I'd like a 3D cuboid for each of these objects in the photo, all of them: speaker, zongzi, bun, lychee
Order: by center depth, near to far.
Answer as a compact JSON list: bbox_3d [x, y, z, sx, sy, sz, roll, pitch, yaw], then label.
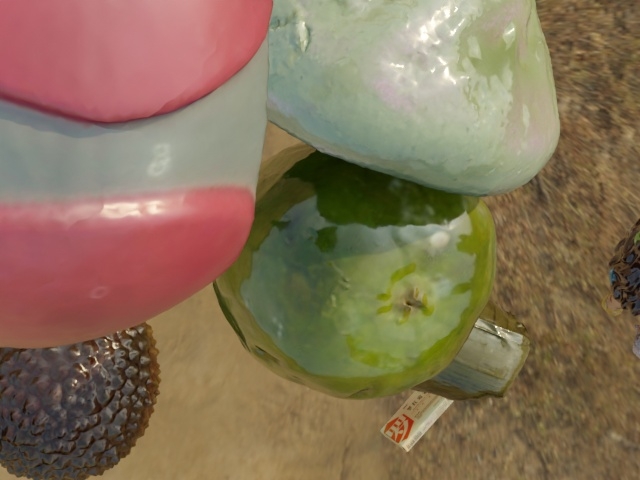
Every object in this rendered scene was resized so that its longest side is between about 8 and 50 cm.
[{"bbox_3d":[-0.133,-0.106,0.576,0.294,0.294,0.294,1,99,4],"label":"speaker"},{"bbox_3d":[0.066,-0.168,1.005,0.293,0.293,0.187,24,113,0],"label":"bun"},{"bbox_3d":[0.079,0.071,1.518,0.274,0.300,0.145,20,98,-11],"label":"zongzi"},{"bbox_3d":[-0.340,0.195,1.820,0.268,0.267,0.267,1,99,4],"label":"lychee"}]

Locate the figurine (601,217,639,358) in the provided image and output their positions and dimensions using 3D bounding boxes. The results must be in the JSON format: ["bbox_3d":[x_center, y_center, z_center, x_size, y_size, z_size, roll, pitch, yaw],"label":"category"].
[{"bbox_3d":[0.379,0.037,1.472,0.116,0.240,0.174,38,73,16],"label":"figurine"}]

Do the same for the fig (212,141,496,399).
[{"bbox_3d":[0.014,0.025,1.162,0.233,0.314,0.233,1,85,-16],"label":"fig"}]

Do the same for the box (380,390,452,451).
[{"bbox_3d":[0.123,0.221,1.683,0.093,0.058,0.015,-47,120,-9],"label":"box"}]
